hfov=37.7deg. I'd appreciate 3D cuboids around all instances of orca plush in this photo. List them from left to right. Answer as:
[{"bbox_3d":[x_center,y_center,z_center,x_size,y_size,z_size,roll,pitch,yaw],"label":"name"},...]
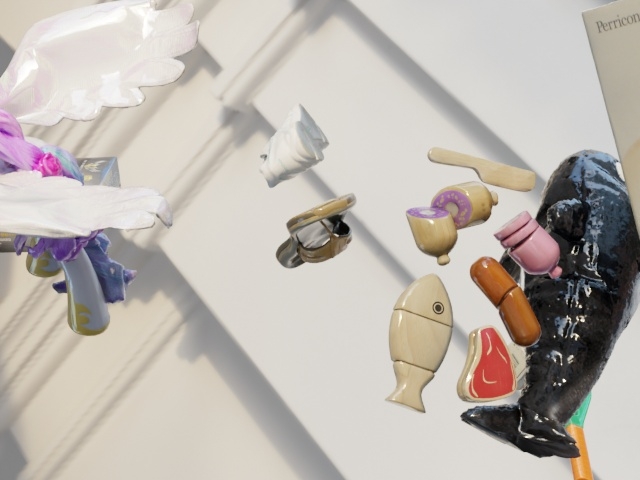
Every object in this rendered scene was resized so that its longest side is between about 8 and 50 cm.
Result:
[{"bbox_3d":[0.178,0.018,0.730,0.287,0.151,0.102,-54,-51,-24],"label":"orca plush"}]

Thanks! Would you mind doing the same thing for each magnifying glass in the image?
[{"bbox_3d":[0.369,0.259,1.381,0.092,0.231,0.026,25,-53,-19],"label":"magnifying glass"}]

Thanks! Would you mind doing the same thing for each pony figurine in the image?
[{"bbox_3d":[-0.287,-0.061,0.866,0.351,0.303,0.363,1,-43,1],"label":"pony figurine"}]

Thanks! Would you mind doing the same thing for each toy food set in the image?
[{"bbox_3d":[0.072,0.018,0.412,0.078,0.122,0.019,12,-19,-16],"label":"toy food set"}]

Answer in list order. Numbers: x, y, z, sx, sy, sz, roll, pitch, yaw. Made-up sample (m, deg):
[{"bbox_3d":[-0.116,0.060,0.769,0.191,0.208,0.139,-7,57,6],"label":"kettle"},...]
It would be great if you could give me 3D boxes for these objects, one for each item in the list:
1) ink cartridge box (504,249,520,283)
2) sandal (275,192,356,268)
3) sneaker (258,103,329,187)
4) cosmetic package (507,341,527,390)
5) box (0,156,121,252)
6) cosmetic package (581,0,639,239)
[{"bbox_3d":[0.260,0.007,1.007,0.115,0.029,0.063,-14,-47,19],"label":"ink cartridge box"},{"bbox_3d":[0.000,0.000,0.920,0.072,0.049,0.180,-26,-11,-20],"label":"sandal"},{"bbox_3d":[-0.030,-0.093,0.915,0.061,0.054,0.152,-36,10,15],"label":"sneaker"},{"bbox_3d":[0.273,0.146,1.133,0.115,0.041,0.060,0,-44,-31],"label":"cosmetic package"},{"bbox_3d":[-0.416,-0.057,1.408,0.183,0.231,0.056,-2,-63,3],"label":"box"},{"bbox_3d":[0.283,-0.014,0.553,0.113,0.309,0.160,-22,8,-28],"label":"cosmetic package"}]
